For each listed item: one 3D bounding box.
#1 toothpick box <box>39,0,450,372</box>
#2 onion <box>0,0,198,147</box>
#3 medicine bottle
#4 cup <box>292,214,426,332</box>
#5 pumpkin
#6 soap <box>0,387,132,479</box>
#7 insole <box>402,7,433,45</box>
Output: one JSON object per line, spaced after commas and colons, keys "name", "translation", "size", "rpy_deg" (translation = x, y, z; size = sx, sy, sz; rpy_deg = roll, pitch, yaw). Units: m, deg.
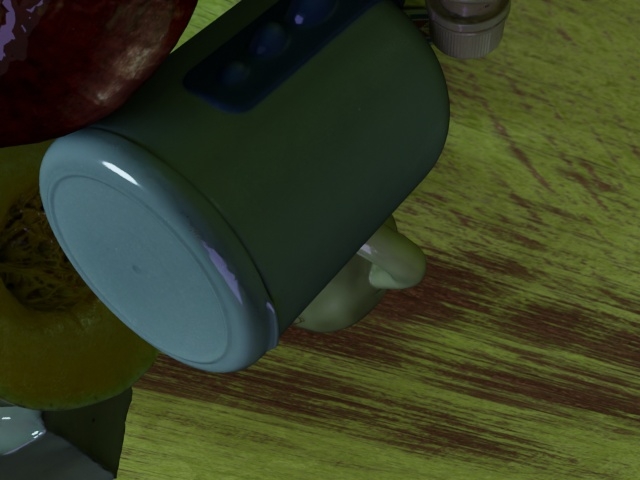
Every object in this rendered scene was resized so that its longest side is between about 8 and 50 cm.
{"name": "toothpick box", "translation": [-0.037, -0.091, 0.977], "size": [0.263, 0.355, 0.263], "rpy_deg": [30, 146, 23]}
{"name": "onion", "translation": [-0.227, -0.241, 0.799], "size": [0.341, 0.341, 0.341], "rpy_deg": [3, 147, 2]}
{"name": "medicine bottle", "translation": [0.123, -0.249, 0.908], "size": [0.114, 0.114, 0.252], "rpy_deg": [2, 147, 4]}
{"name": "cup", "translation": [0.001, -0.017, 1.225], "size": [0.255, 0.173, 0.202], "rpy_deg": [-21, 139, 40]}
{"name": "pumpkin", "translation": [-0.326, 0.015, 1.214], "size": [0.332, 0.332, 0.199], "rpy_deg": [32, 152, -36]}
{"name": "soap", "translation": [-0.471, 0.183, 1.445], "size": [0.435, 0.350, 0.213], "rpy_deg": [-7, 145, 12]}
{"name": "insole", "translation": [0.025, -0.201, 1.095], "size": [0.193, 0.006, 0.065], "rpy_deg": [0, 147, 7]}
